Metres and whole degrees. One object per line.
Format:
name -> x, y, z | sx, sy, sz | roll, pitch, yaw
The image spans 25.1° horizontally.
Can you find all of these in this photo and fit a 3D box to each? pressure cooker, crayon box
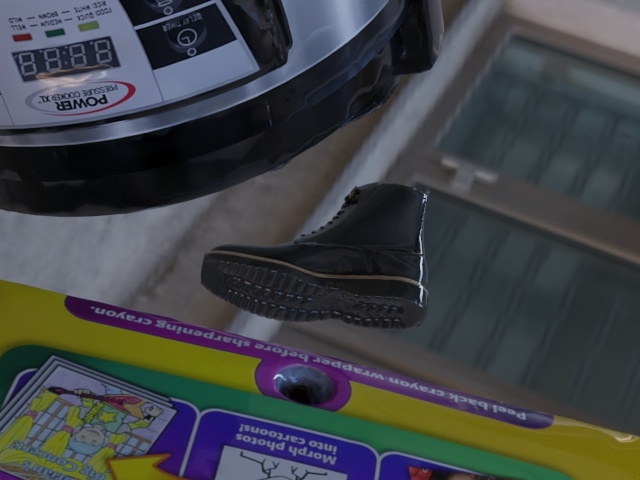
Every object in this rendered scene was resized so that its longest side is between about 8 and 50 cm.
pressure cooker -> -0.123, -0.219, 0.852 | 0.375, 0.370, 0.420 | -36, 136, -25
crayon box -> -0.033, 0.175, 0.609 | 0.313, 0.362, 0.106 | -76, 180, -58

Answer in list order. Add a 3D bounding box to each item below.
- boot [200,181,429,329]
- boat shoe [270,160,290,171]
boot -> 0.000, 0.000, 1.270 | 0.077, 0.197, 0.137 | 109, -9, -55
boat shoe -> -0.120, -0.116, 1.117 | 0.081, 0.227, 0.069 | -67, -175, -28
